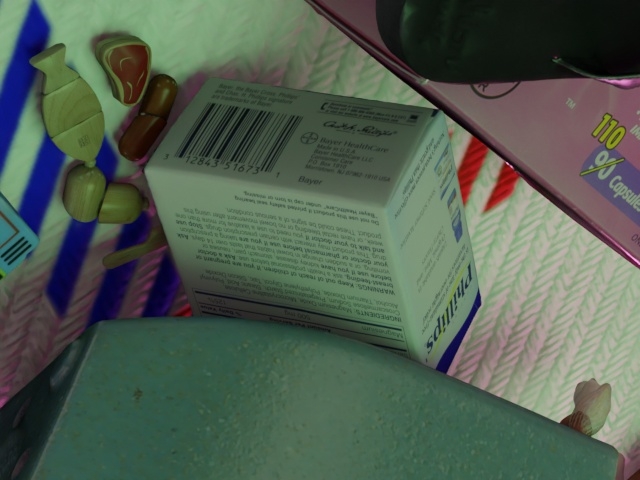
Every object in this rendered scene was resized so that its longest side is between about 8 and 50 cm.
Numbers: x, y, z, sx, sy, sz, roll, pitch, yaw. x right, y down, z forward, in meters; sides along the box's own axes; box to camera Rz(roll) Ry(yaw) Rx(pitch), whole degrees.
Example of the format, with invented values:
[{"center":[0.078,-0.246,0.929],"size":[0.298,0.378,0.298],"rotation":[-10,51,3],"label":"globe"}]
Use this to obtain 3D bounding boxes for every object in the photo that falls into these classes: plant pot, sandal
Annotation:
[{"center":[-0.054,0.177,0.901],"size":[0.252,0.247,0.248],"rotation":[31,144,-15],"label":"plant pot"},{"center":[0.145,-0.105,0.862],"size":[0.254,0.054,0.097],"rotation":[-12,123,-27],"label":"sandal"}]

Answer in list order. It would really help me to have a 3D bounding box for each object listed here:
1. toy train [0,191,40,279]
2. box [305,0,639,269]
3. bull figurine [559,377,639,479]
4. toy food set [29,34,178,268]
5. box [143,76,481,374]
[{"center":[-0.217,0.013,0.839],"size":[0.184,0.080,0.105],"rotation":[-41,138,-5],"label":"toy train"},{"center":[0.155,-0.143,0.962],"size":[0.243,0.117,0.213],"rotation":[-52,132,3],"label":"box"},{"center":[0.118,0.199,1.113],"size":[0.188,0.101,0.310],"rotation":[-48,171,-36],"label":"bull figurine"},{"center":[-0.094,-0.049,0.920],"size":[0.078,0.019,0.122],"rotation":[-24,126,-20],"label":"toy food set"},{"center":[0.000,0.000,0.926],"size":[0.072,0.126,0.137],"rotation":[-60,149,-37],"label":"box"}]
